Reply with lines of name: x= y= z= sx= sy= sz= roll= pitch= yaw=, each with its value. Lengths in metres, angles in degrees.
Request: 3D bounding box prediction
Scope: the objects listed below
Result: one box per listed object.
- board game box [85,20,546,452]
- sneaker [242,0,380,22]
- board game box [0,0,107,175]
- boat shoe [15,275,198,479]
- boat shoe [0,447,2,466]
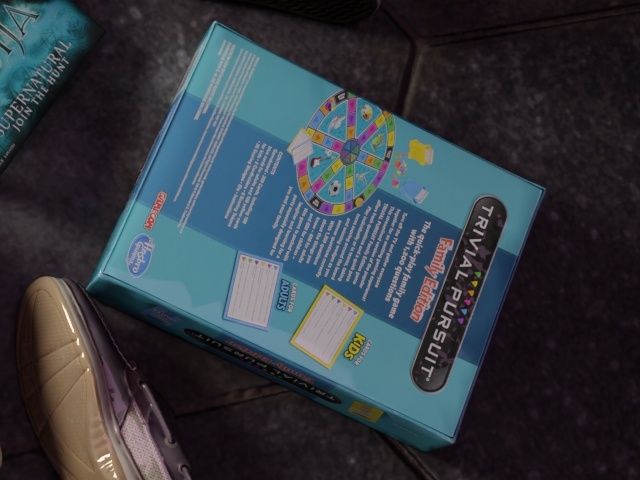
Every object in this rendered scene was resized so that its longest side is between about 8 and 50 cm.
board game box: x=0.000 y=0.000 z=1.462 sx=0.336 sy=0.079 sz=0.254 roll=26 pitch=70 yaw=-10
sneaker: x=-0.081 y=-0.288 z=1.505 sx=0.290 sy=0.106 sz=0.123 roll=13 pitch=66 yaw=-24
board game box: x=-0.279 y=-0.151 z=1.412 sx=0.126 sy=0.026 sz=0.186 roll=39 pitch=57 yaw=-15
boat shoe: x=-0.164 y=0.159 z=1.366 sx=0.092 sy=0.103 sz=0.285 roll=-9 pitch=65 yaw=-44
boat shoe: x=-0.356 y=0.062 z=1.315 sx=0.103 sy=0.113 sz=0.302 roll=-23 pitch=85 yaw=-27
